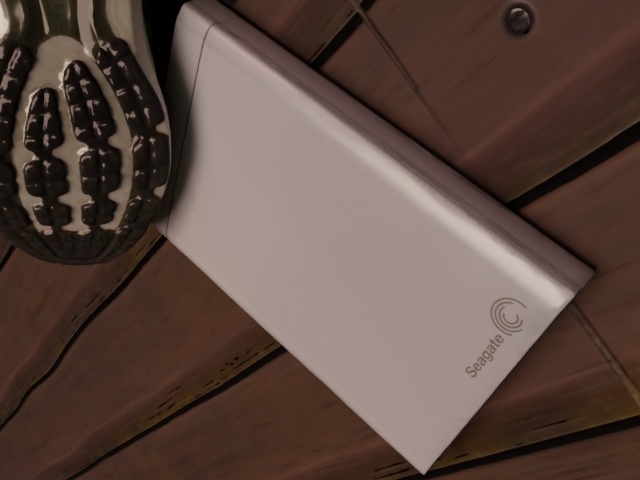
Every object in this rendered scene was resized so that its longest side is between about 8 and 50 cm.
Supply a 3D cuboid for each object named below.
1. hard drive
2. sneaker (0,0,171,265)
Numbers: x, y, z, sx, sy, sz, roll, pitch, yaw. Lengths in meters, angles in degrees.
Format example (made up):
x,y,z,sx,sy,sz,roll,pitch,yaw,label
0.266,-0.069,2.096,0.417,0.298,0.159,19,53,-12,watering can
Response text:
x,y,z,sx,sy,sz,roll,pitch,yaw,label
0.000,0.000,0.541,0.353,0.047,0.233,39,134,18,hard drive
-0.196,-0.174,0.559,0.158,0.182,0.410,4,117,-10,sneaker
